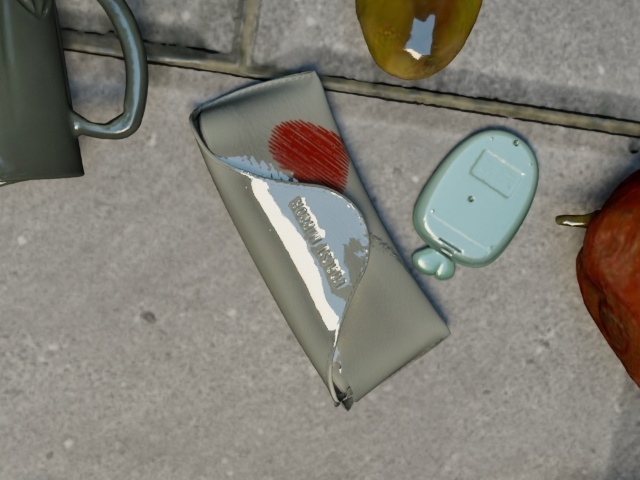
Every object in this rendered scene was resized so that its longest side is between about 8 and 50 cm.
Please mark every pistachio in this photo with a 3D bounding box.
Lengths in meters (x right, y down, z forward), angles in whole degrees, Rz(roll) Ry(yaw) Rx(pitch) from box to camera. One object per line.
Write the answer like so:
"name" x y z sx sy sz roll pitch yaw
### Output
"pistachio" 0.092 -0.231 1.267 0.110 0.100 0.189 5 90 -26

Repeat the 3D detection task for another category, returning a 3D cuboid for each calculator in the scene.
"calculator" 0.139 -0.030 1.335 0.095 0.021 0.153 33 92 -7

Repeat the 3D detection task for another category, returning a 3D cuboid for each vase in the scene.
"vase" -0.273 -0.178 1.233 0.251 0.156 0.301 -3 93 0

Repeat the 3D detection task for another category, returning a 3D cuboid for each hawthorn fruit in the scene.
"hawthorn fruit" 0.328 0.032 1.266 0.261 0.224 0.224 33 96 5

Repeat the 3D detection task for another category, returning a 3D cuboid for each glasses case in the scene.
"glasses case" 0.002 -0.001 1.300 0.128 0.083 0.308 -28 100 2
